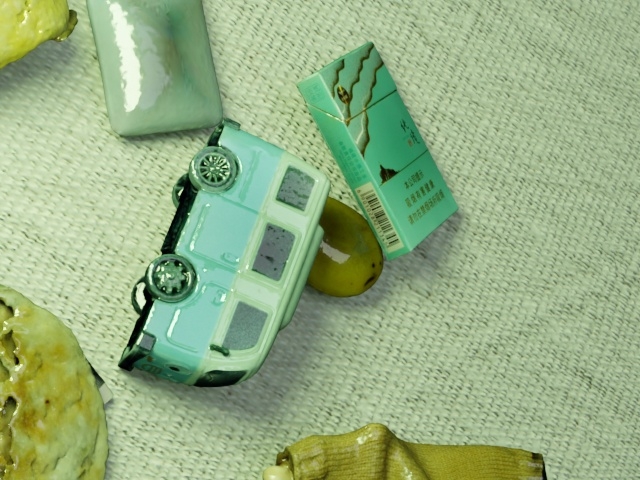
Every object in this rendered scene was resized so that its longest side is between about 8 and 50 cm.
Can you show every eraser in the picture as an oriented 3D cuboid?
[{"bbox_3d":[-0.254,0.131,1.814,0.027,0.019,0.099,-42,104,-31],"label":"eraser"}]

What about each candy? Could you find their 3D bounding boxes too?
[{"bbox_3d":[-0.179,-0.204,1.897,0.138,0.071,0.174,-8,85,-33],"label":"candy"}]

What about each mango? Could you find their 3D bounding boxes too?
[{"bbox_3d":[0.000,0.000,1.968,0.161,0.076,0.103,31,65,-14],"label":"mango"}]

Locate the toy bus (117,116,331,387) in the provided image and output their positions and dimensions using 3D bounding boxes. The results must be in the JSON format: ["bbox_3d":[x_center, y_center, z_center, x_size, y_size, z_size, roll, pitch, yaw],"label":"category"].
[{"bbox_3d":[-0.099,0.029,1.840,0.165,0.133,0.271,23,73,-9],"label":"toy bus"}]

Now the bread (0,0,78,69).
[{"bbox_3d":[-0.352,-0.255,1.747,0.197,0.197,0.170,-45,117,-30],"label":"bread"}]

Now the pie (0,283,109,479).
[{"bbox_3d":[-0.359,0.189,1.703,0.339,0.077,0.339,6,78,-31],"label":"pie"}]

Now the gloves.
[{"bbox_3d":[0.089,0.305,1.906,0.356,0.155,0.203,6,57,-16],"label":"gloves"}]

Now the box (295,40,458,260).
[{"bbox_3d":[0.069,-0.107,2.011,0.229,0.041,0.162,62,30,-6],"label":"box"}]
